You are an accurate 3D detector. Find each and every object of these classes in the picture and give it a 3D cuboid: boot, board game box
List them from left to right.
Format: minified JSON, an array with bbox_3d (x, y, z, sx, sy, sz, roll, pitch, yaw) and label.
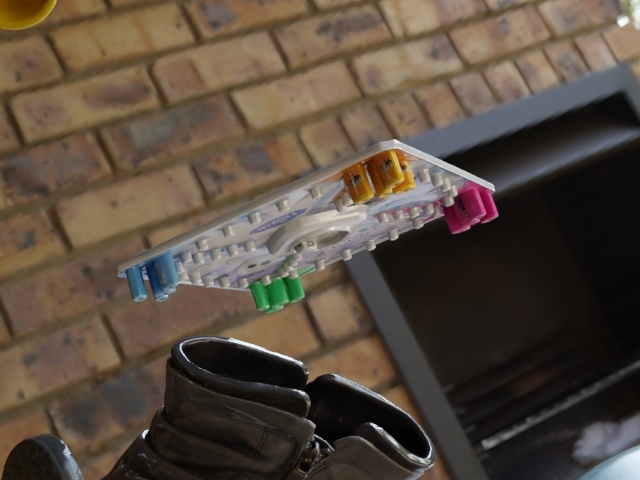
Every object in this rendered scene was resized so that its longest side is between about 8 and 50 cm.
[{"bbox_3d":[-0.116,0.150,0.764,0.338,0.118,0.223,13,-64,-18],"label":"boot"},{"bbox_3d":[0.000,0.000,1.562,0.390,0.050,0.390,-24,-15,21],"label":"board game box"}]

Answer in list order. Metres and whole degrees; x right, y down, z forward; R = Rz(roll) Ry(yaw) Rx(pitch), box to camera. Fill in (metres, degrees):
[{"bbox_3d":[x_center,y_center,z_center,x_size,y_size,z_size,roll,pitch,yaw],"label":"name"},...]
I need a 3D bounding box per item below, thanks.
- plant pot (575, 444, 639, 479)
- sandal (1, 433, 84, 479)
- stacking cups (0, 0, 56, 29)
[{"bbox_3d":[0.157,0.221,0.429,0.252,0.248,0.247,3,-71,-38],"label":"plant pot"},{"bbox_3d":[-0.199,0.388,1.174,0.107,0.446,0.167,-22,9,-42],"label":"sandal"},{"bbox_3d":[-0.259,-0.308,1.165,0.096,0.096,0.316,-32,26,23],"label":"stacking cups"}]
